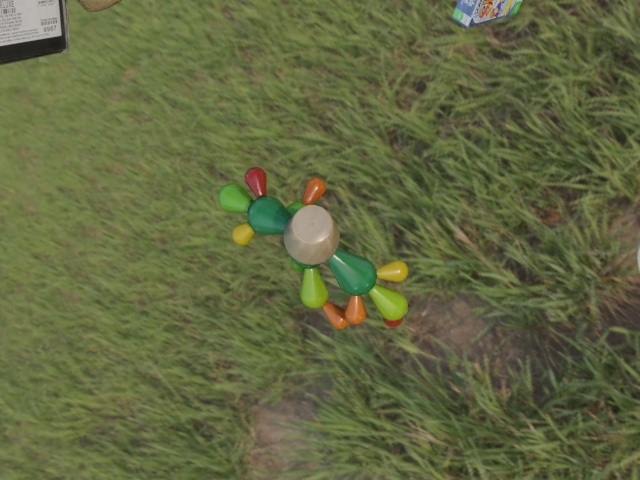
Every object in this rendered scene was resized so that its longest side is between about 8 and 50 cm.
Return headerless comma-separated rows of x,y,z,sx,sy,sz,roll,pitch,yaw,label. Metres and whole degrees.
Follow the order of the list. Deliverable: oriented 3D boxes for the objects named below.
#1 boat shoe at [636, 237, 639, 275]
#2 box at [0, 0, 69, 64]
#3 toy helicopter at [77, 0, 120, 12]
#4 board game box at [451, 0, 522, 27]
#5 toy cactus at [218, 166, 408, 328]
0.516,0.115,1.084,0.092,0.102,0.285,-33,63,53,boat shoe
-0.374,-0.164,0.551,0.242,0.307,0.077,24,125,34,box
-0.048,-0.294,0.572,0.235,0.140,0.355,18,65,46,toy helicopter
0.277,-0.419,1.167,0.035,0.136,0.201,42,137,25,board game box
0.000,0.000,0.748,0.112,0.219,0.180,-44,-6,-9,toy cactus
